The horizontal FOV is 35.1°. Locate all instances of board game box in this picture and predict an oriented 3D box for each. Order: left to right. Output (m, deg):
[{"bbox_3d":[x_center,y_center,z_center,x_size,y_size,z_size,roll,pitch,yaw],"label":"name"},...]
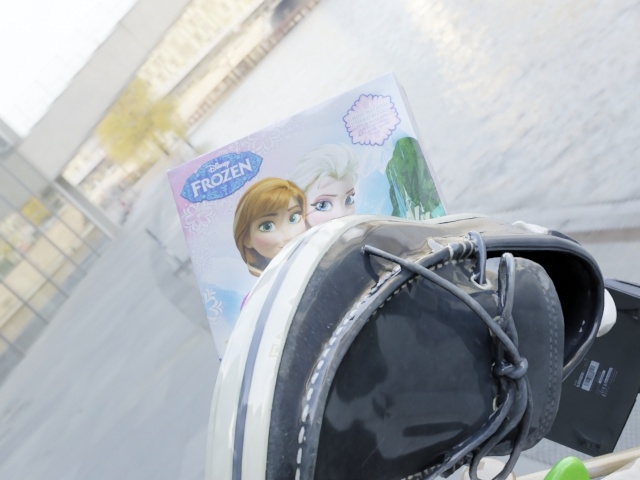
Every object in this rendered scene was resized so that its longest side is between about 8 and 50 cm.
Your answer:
[{"bbox_3d":[0.000,0.000,1.227,0.319,0.317,0.066,-23,-20,12],"label":"board game box"}]

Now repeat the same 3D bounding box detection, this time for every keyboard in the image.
[{"bbox_3d":[0.376,0.173,1.255,0.317,0.202,0.033,94,-157,-45],"label":"keyboard"}]

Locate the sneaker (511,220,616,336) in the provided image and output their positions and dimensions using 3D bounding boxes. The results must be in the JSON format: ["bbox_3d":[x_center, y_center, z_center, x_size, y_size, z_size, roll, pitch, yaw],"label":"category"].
[{"bbox_3d":[0.236,0.038,1.018,0.053,0.061,0.152,-48,49,16],"label":"sneaker"}]

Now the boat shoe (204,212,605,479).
[{"bbox_3d":[0.087,0.074,0.710,0.156,0.186,0.500,10,12,27],"label":"boat shoe"}]

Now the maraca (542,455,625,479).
[{"bbox_3d":[0.088,0.184,0.501,0.186,0.127,0.099,-26,12,-15],"label":"maraca"}]

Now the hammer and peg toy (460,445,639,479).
[{"bbox_3d":[0.303,0.282,0.958,0.266,0.127,0.361,-23,35,-20],"label":"hammer and peg toy"}]
